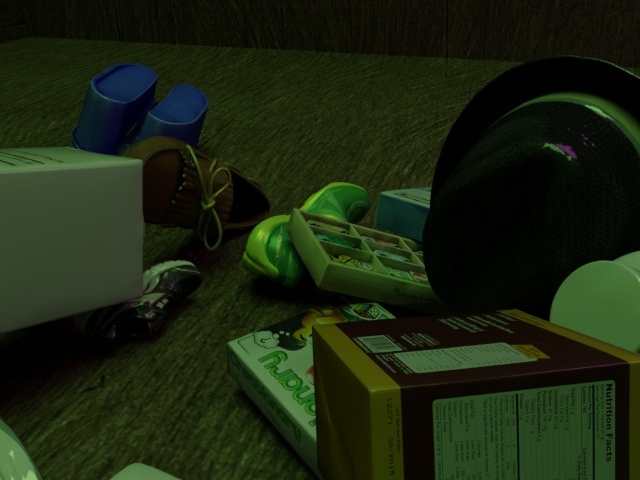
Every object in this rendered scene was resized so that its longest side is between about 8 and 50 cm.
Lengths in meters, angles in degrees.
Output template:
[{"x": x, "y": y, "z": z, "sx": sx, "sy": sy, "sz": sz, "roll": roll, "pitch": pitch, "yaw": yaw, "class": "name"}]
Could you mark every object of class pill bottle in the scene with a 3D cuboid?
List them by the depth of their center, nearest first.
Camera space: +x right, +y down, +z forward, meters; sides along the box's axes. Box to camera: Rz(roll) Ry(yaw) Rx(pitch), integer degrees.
[{"x": 0.329, "y": 0.094, "z": 0.565, "sx": 0.264, "sy": 0.146, "sz": 0.146, "roll": 16, "pitch": 19, "yaw": -27, "class": "pill bottle"}]

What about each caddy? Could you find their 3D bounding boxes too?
[{"x": -0.380, "y": -0.239, "z": 1.364, "sx": 0.241, "sy": 0.179, "sz": 0.341, "roll": 23, "pitch": 26, "yaw": -8, "class": "caddy"}]

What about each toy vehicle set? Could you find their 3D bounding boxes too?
[{"x": 0.096, "y": 0.035, "z": 0.864, "sx": 0.266, "sy": 0.035, "sz": 0.166, "roll": 14, "pitch": 21, "yaw": -25, "class": "toy vehicle set"}]

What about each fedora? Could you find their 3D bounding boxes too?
[{"x": 0.215, "y": -0.017, "z": 0.666, "sx": 0.334, "sy": 0.334, "sz": 0.152, "roll": 23, "pitch": 34, "yaw": 37, "class": "fedora"}]

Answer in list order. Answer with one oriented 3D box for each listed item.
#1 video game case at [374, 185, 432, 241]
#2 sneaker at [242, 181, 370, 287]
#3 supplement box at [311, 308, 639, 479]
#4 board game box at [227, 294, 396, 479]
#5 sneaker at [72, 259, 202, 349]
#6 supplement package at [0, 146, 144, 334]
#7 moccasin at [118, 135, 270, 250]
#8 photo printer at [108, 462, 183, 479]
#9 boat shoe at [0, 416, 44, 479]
[{"x": 0.263, "y": -0.024, "z": 1.004, "sx": 0.269, "sy": 0.061, "sz": 0.244, "roll": 21, "pitch": 20, "yaw": 35, "class": "video game case"}, {"x": 0.000, "y": 0.000, "z": 0.998, "sx": 0.123, "sy": 0.109, "sz": 0.295, "roll": 36, "pitch": 38, "yaw": 16, "class": "sneaker"}, {"x": 0.107, "y": 0.137, "z": 0.485, "sx": 0.194, "sy": 0.129, "sz": 0.191, "roll": -3, "pitch": 5, "yaw": -11, "class": "supplement box"}, {"x": 0.061, "y": 0.173, "z": 0.666, "sx": 0.193, "sy": 0.053, "sz": 0.305, "roll": -20, "pitch": 38, "yaw": -32, "class": "board game box"}, {"x": -0.229, "y": 0.094, "z": 0.847, "sx": 0.178, "sy": 0.072, "sz": 0.077, "roll": -31, "pitch": 51, "yaw": -32, "class": "sneaker"}, {"x": -0.368, "y": -0.006, "z": 0.711, "sx": 0.175, "sy": 0.178, "sz": 0.293, "roll": 14, "pitch": 16, "yaw": 36, "class": "supplement package"}, {"x": -0.186, "y": -0.066, "z": 0.982, "sx": 0.146, "sy": 0.139, "sz": 0.380, "roll": 21, "pitch": 0, "yaw": 18, "class": "moccasin"}, {"x": -0.078, "y": 0.295, "z": 0.394, "sx": 0.307, "sy": 0.107, "sz": 0.256, "roll": 14, "pitch": 30, "yaw": 25, "class": "photo printer"}, {"x": -0.360, "y": 0.194, "z": 0.589, "sx": 0.320, "sy": 0.118, "sz": 0.103, "roll": 30, "pitch": 35, "yaw": 34, "class": "boat shoe"}]
